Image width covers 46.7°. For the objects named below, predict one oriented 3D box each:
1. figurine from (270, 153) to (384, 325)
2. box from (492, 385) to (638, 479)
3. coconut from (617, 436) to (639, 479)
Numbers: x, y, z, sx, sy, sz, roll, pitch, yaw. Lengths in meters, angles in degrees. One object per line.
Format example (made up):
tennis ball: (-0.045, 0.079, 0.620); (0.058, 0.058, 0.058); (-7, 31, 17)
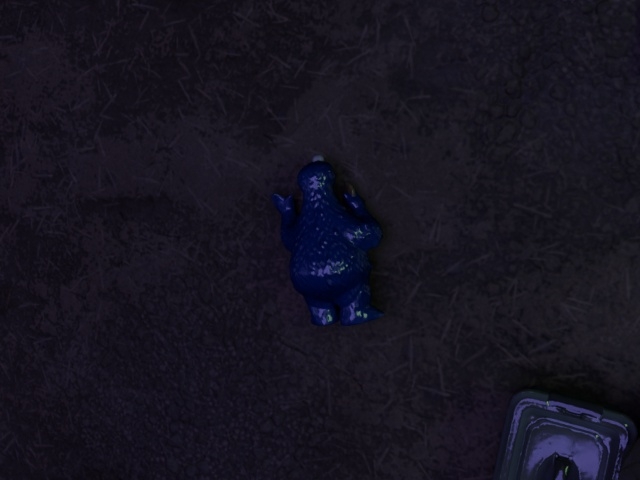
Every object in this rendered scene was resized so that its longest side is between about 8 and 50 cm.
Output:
figurine: (0.008, 0.004, 1.100); (0.164, 0.121, 0.262); (-24, 83, 26)
box: (0.321, 0.310, 0.995); (0.162, 0.130, 0.227); (12, 100, 20)
coconut: (0.507, 0.328, 0.847); (0.323, 0.323, 0.323); (2, 95, 22)
